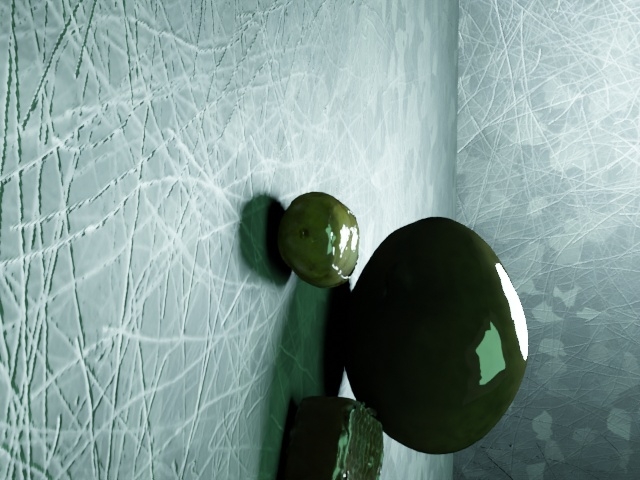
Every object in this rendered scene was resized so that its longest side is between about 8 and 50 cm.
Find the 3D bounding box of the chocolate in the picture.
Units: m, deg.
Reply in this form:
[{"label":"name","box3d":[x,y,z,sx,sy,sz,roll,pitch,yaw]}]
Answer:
[{"label":"chocolate","box3d":[0.019,0.285,1.166,0.214,0.093,0.148,62,36,-63]}]

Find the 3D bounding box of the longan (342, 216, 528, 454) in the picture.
[{"label":"longan","box3d":[0.163,0.138,1.347,0.288,0.289,0.349,51,40,-70]}]

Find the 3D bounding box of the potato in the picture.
[{"label":"potato","box3d":[0.000,0.000,1.038,0.170,0.080,0.107,22,65,-78]}]
